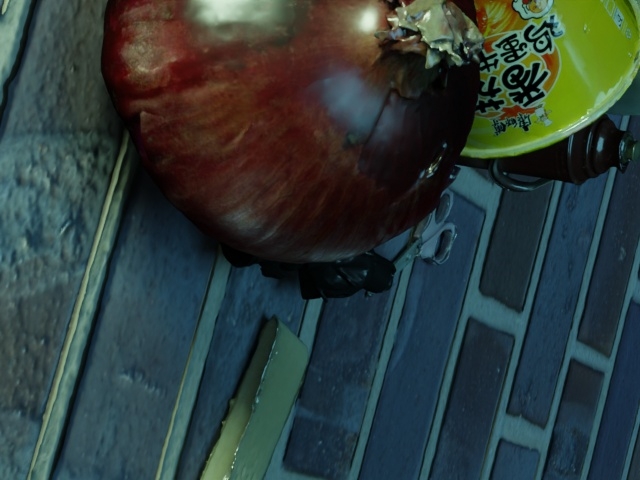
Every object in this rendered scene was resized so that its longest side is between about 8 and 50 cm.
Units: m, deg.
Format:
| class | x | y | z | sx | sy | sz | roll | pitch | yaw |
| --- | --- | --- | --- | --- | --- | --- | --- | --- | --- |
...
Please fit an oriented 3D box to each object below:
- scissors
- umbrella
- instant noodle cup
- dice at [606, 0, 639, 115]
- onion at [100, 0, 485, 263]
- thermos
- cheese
| class | x | y | z | sx | sy | sz | roll | pitch | yaw |
| --- | --- | --- | --- | --- | --- | --- | --- | --- | --- |
| scissors | 0.100 | 0.012 | 1.855 | 0.189 | 0.015 | 0.100 | -43 | 137 | -45 |
| umbrella | 0.000 | 0.000 | 1.606 | 0.340 | 0.118 | 0.118 | 29 | 74 | -65 |
| instant noodle cup | 0.167 | -0.237 | 1.668 | 0.200 | 0.264 | 0.264 | 54 | 53 | -42 |
| dice | 0.362 | -0.299 | 1.949 | 0.265 | 0.268 | 0.262 | -30 | 125 | -53 |
| onion | 0.008 | -0.157 | 1.342 | 0.348 | 0.285 | 0.347 | 5 | 83 | -40 |
| thermos | 0.233 | -0.116 | 1.821 | 0.099 | 0.232 | 0.124 | 46 | 59 | -55 |
| cheese | -0.099 | 0.262 | 1.577 | 0.400 | 0.034 | 0.085 | -67 | 153 | -19 |
